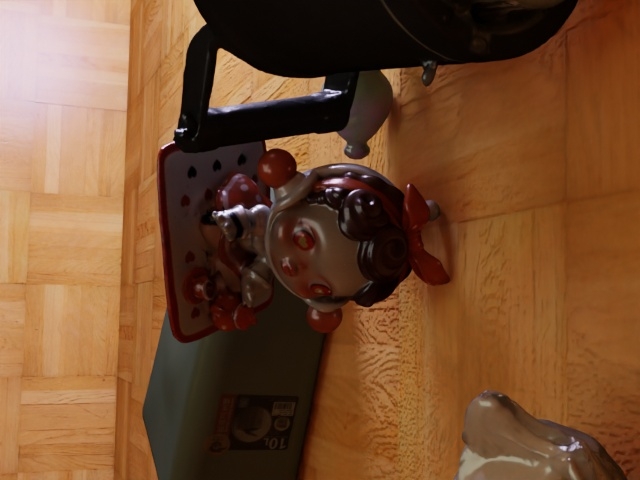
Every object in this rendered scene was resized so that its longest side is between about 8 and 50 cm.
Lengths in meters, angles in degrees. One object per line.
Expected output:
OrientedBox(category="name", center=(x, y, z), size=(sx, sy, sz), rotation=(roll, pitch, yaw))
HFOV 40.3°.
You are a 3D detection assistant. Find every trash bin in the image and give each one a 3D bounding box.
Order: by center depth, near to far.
OrientedBox(category="trash bin", center=(-0.101, 0.120, 1.037), size=(0.223, 0.158, 0.343), rotation=(-127, 45, -59))

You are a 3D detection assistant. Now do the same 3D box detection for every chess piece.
OrientedBox(category="chess piece", center=(0.032, -0.207, 0.811), size=(0.139, 0.139, 0.271), rotation=(-132, 38, -61))

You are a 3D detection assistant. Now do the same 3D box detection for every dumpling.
OrientedBox(category="dumpling", center=(0.132, 0.175, 0.500), size=(0.136, 0.118, 0.199), rotation=(27, 141, 52))

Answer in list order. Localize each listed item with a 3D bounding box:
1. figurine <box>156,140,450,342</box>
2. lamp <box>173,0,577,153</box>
OrientedBox(category="figurine", center=(0.000, 0.000, 0.758), size=(0.226, 0.160, 0.183), rotation=(5, 104, 31))
OrientedBox(category="lamp", center=(0.046, -0.203, 0.576), size=(0.272, 0.205, 0.374), rotation=(34, 126, 43))
